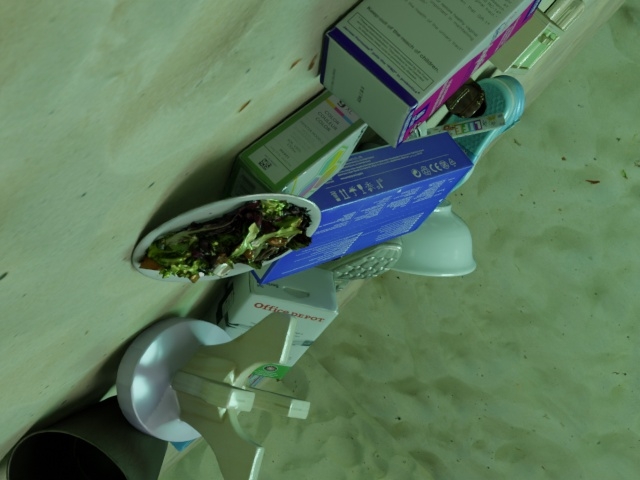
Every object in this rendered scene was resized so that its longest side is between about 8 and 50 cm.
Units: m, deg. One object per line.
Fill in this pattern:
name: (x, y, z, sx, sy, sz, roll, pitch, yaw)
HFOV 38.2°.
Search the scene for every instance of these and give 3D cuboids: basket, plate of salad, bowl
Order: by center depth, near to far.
plate of salad: (-0.093, 0.009, 0.954, 0.200, 0.048, 0.200, -15, 158, -6)
basket: (-0.301, 0.308, 1.279, 0.154, 0.204, 0.227, -38, -175, 10)
bowl: (0.208, -0.029, 2.035, 0.298, 0.298, 0.134, -29, 131, -66)

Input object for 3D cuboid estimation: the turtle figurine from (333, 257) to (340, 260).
turtle figurine: (0.000, 0.000, 1.530, 0.217, 0.087, 0.269, -33, 176, -37)

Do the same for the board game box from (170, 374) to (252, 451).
board game box: (-0.207, 0.325, 2.194, 0.302, 0.086, 0.308, -48, 172, 19)

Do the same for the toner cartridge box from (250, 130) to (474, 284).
toner cartridge box: (0.055, -0.053, 1.312, 0.348, 0.075, 0.165, -18, 156, -44)

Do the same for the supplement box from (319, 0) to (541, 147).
supplement box: (0.116, -0.215, 0.917, 0.220, 0.114, 0.111, -46, 172, -12)

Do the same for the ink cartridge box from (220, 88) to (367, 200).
ink cartridge box: (-0.010, -0.102, 1.027, 0.209, 0.062, 0.109, -41, 172, -30)

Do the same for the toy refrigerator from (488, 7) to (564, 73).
toy refrigerator: (0.323, -0.331, 1.498, 0.102, 0.094, 0.269, -48, 172, 19)

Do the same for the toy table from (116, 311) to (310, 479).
toy table: (-0.137, 0.211, 1.289, 0.274, 0.161, 0.252, 3, 97, -64)

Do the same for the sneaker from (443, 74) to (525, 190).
sneaker: (0.328, -0.226, 1.997, 0.319, 0.127, 0.208, -49, 171, 34)

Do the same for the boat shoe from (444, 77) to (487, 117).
boat shoe: (0.276, -0.258, 1.734, 0.073, 0.073, 0.207, -52, 172, 20)

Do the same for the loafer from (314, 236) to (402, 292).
loafer: (0.044, 0.020, 1.687, 0.112, 0.111, 0.319, 6, 163, -28)

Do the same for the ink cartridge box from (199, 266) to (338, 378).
ink cartridge box: (-0.086, 0.121, 1.451, 0.208, 0.153, 0.086, -51, -146, 41)

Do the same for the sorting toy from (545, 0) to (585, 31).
sorting toy: (0.476, -0.446, 1.977, 0.193, 0.038, 0.208, -48, 168, 23)

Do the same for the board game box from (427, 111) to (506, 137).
board game box: (0.261, -0.208, 1.730, 0.154, 0.026, 0.103, -12, -177, 2)

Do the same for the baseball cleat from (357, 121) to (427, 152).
baseball cleat: (0.115, -0.159, 1.462, 0.109, 0.072, 0.206, -67, 167, 7)
